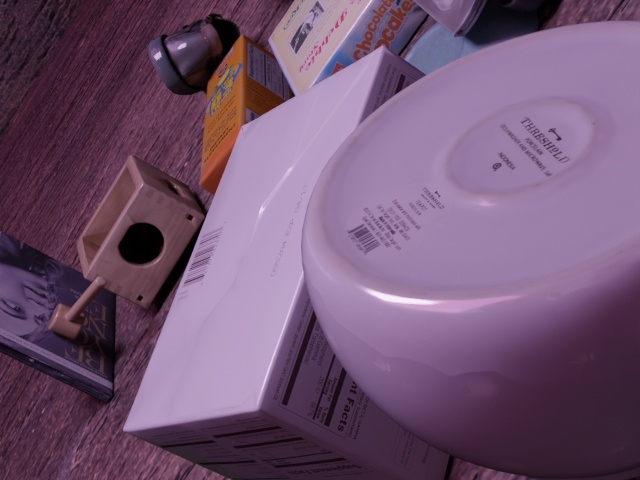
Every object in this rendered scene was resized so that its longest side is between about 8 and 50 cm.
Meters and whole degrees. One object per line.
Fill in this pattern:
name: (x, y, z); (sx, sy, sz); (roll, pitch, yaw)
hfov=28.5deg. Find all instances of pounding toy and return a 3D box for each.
pounding toy: (-0.218, 0.032, 1.426); (0.206, 0.094, 0.181); (-58, 22, 8)

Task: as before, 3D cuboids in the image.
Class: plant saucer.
plant saucer: (0.098, -0.127, 1.028); (0.195, 0.037, 0.195); (-45, 27, 31)

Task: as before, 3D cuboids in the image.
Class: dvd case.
dvd case: (-0.314, 0.085, 1.473); (0.018, 0.165, 0.221); (-50, 24, 20)

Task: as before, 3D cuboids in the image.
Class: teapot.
teapot: (0.126, 0.029, 0.611); (0.253, 0.187, 0.256); (-2, 39, 33)

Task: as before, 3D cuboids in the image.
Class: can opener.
can opener: (0.095, -0.245, 1.060); (0.283, 0.095, 0.076); (-122, 46, -56)

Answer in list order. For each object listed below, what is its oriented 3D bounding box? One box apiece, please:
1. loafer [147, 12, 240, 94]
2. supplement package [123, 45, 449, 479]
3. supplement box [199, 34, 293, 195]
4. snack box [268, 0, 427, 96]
loafer: (-0.126, -0.227, 1.515); (0.084, 0.096, 0.267); (-28, 8, 14)
supplement package: (0.006, 0.036, 0.885); (0.204, 0.145, 0.261); (-20, 45, 57)
supplement box: (-0.076, -0.125, 1.337); (0.078, 0.080, 0.233); (-48, 23, 25)
snack box: (0.073, -0.279, 1.225); (0.322, 0.060, 0.187); (-53, 25, 17)
